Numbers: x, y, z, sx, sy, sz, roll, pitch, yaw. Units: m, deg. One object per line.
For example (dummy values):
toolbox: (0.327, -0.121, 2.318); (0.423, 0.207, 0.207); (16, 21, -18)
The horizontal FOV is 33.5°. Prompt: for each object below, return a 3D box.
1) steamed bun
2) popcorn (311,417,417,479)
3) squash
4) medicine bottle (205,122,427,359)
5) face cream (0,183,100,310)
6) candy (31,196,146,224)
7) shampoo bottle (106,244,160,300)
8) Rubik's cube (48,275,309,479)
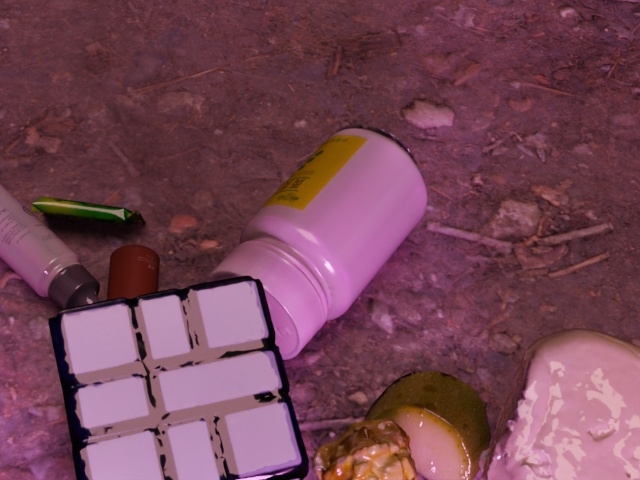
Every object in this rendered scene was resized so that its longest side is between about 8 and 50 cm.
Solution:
steamed bun: (0.390, 0.312, 1.508); (0.312, 0.233, 0.334); (27, 62, 11)
popcorn: (0.073, 0.332, 1.506); (0.142, 0.173, 0.173); (-27, 58, -6)
squash: (0.177, 0.261, 1.614); (0.192, 0.085, 0.184); (26, 54, 12)
medicine bottle: (0.000, 0.000, 1.716); (0.214, 0.213, 0.378); (30, 54, 16)
face cream: (-0.458, 0.024, 1.719); (0.311, 0.092, 0.092); (39, 57, 23)
candy: (-0.388, -0.048, 1.788); (0.178, 0.102, 0.032); (7, 88, -1)
shampoo bottle: (-0.300, 0.123, 1.669); (0.085, 0.085, 0.244); (3, 54, -5)
Rubik's cube: (-0.195, 0.241, 1.430); (0.294, 0.288, 0.283); (-13, 69, -13)
